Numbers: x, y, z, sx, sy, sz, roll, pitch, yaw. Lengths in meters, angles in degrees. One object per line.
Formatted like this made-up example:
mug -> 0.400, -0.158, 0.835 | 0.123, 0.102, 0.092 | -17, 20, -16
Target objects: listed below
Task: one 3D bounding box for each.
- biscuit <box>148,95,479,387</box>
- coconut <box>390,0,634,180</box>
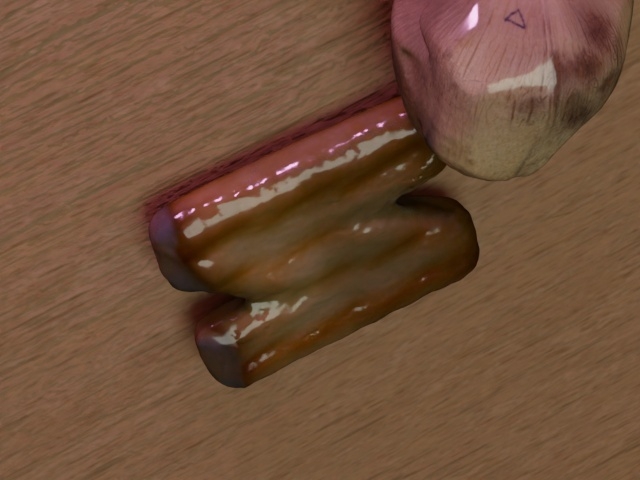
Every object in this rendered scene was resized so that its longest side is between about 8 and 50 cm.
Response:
biscuit -> 0.000, 0.000, 1.571 | 0.291, 0.062, 0.237 | -26, 134, -5
coconut -> 0.155, -0.167, 1.417 | 0.224, 0.224, 0.224 | -15, 133, -16
